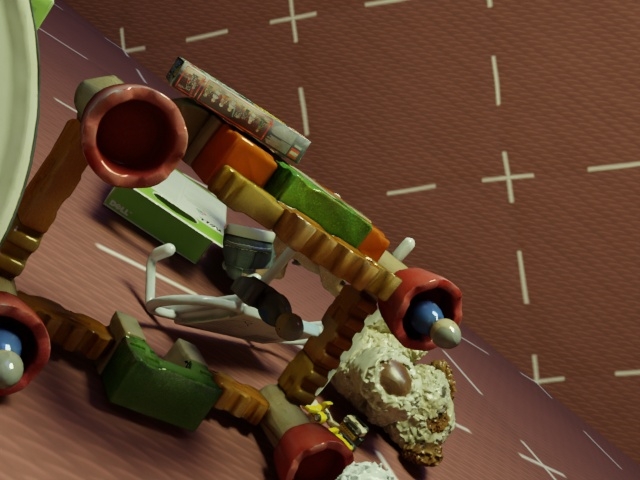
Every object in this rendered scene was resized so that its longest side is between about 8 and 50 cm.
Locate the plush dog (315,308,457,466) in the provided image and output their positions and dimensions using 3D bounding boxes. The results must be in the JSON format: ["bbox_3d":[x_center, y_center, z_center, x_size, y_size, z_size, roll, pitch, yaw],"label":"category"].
[{"bbox_3d":[0.123,0.238,1.220,0.225,0.211,0.262,50,35,-13],"label":"plush dog"}]

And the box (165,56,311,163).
[{"bbox_3d":[-0.080,-0.126,0.742,0.137,0.027,0.094,31,7,-20],"label":"box"}]

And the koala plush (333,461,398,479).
[{"bbox_3d":[-0.011,0.257,0.531,0.203,0.196,0.221,47,6,-16],"label":"koala plush"}]

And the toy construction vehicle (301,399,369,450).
[{"bbox_3d":[0.018,0.258,1.064,0.098,0.035,0.086,40,20,30],"label":"toy construction vehicle"}]

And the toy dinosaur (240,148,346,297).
[{"bbox_3d":[0.000,0.000,1.203,0.296,0.200,0.127,26,39,6],"label":"toy dinosaur"}]

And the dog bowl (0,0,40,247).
[{"bbox_3d":[-0.353,-0.096,0.379,0.150,0.407,0.408,6,-10,33],"label":"dog bowl"}]

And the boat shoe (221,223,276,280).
[{"bbox_3d":[-0.135,0.031,1.415,0.116,0.099,0.319,10,-5,-4],"label":"boat shoe"}]

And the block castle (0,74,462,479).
[{"bbox_3d":[-0.090,0.066,0.767,0.453,0.303,0.213,32,5,-33],"label":"block castle"}]

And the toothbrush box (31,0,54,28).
[{"bbox_3d":[-0.439,-0.202,0.802,0.206,0.283,0.122,32,10,-27],"label":"toothbrush box"}]

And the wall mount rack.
[{"bbox_3d":[-0.053,0.055,1.044,0.350,0.304,0.130,24,60,-55],"label":"wall mount rack"}]

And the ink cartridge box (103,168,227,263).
[{"bbox_3d":[-0.259,-0.045,1.293,0.189,0.097,0.255,35,11,-15],"label":"ink cartridge box"}]
